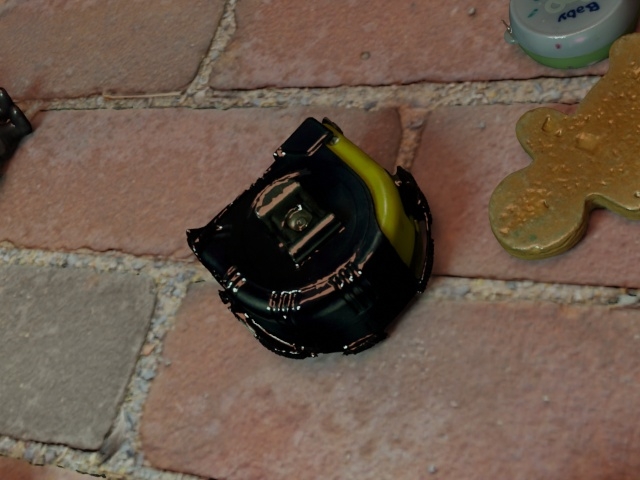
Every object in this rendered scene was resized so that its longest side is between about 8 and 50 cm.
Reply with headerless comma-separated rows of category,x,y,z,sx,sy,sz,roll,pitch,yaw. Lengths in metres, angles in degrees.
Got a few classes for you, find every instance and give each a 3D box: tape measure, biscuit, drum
tape measure,0.000,0.000,0.861,0.199,0.112,0.186,-45,53,-3
biscuit,0.235,-0.075,0.836,0.234,0.030,0.153,-46,50,-5
drum,0.242,-0.273,0.945,0.130,0.049,0.253,-5,59,25

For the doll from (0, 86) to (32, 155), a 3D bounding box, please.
doll,-0.474,-0.093,1.132,0.195,0.153,0.258,18,65,20
